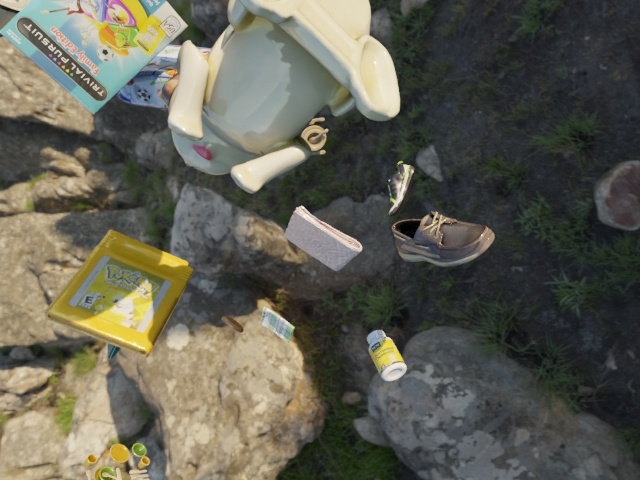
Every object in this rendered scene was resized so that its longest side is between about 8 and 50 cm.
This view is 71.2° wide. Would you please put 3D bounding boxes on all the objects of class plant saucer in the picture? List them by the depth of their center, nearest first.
[{"bbox_3d":[-0.284,0.270,1.452,0.013,0.083,0.083,-54,34,-4],"label":"plant saucer"}]

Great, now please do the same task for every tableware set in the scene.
[{"bbox_3d":[-0.457,0.504,1.014,0.024,0.154,0.104,-50,50,12],"label":"tableware set"},{"bbox_3d":[-0.071,-0.320,1.455,0.039,0.194,0.128,-117,20,-52],"label":"tableware set"}]

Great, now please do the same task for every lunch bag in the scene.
[{"bbox_3d":[-0.424,-0.487,1.309,0.115,0.303,0.243,95,-175,-46],"label":"lunch bag"}]

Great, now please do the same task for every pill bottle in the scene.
[{"bbox_3d":[0.248,0.438,1.719,0.103,0.103,0.184,-64,34,29],"label":"pill bottle"}]

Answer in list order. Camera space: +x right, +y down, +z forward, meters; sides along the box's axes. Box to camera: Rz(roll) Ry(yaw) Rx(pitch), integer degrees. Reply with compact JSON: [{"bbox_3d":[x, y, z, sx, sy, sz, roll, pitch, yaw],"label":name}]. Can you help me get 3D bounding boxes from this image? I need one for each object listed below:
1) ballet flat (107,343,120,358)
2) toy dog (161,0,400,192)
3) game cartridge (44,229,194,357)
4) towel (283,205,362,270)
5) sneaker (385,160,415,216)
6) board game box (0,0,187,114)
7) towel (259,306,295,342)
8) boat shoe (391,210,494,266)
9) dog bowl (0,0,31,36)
[{"bbox_3d":[-0.717,0.321,1.603,0.213,0.068,0.072,-56,-2,2],"label":"ballet flat"},{"bbox_3d":[-0.120,-0.274,0.762,0.408,0.284,0.395,-30,45,39],"label":"toy dog"},{"bbox_3d":[-0.553,0.139,1.280,0.053,0.285,0.324,123,168,-46],"label":"game cartridge"},{"bbox_3d":[0.000,0.000,1.943,0.053,0.317,0.332,-57,2,-22],"label":"towel"},{"bbox_3d":[0.306,-0.209,1.818,0.097,0.084,0.235,20,77,16],"label":"sneaker"},{"bbox_3d":[-0.543,-0.524,1.099,0.336,0.254,0.079,-42,36,3],"label":"board game box"},{"bbox_3d":[-0.178,0.344,1.811,0.152,0.023,0.113,32,136,15],"label":"towel"},{"bbox_3d":[0.336,-0.009,1.321,0.132,0.130,0.355,-51,23,-26],"label":"boat shoe"},{"bbox_3d":[-0.949,-0.657,1.092,0.150,0.408,0.408,-45,45,14],"label":"dog bowl"}]
